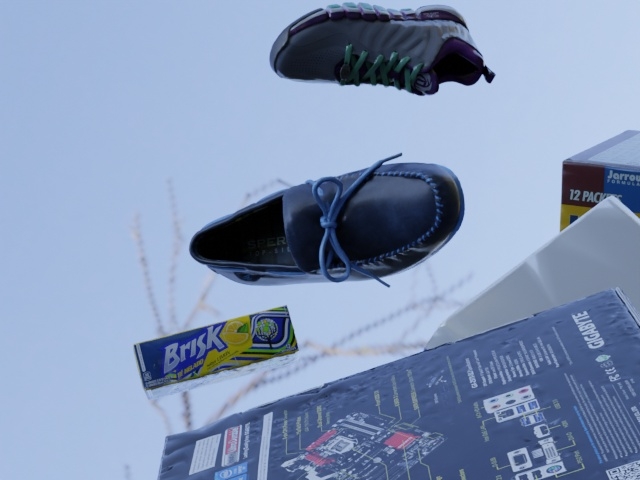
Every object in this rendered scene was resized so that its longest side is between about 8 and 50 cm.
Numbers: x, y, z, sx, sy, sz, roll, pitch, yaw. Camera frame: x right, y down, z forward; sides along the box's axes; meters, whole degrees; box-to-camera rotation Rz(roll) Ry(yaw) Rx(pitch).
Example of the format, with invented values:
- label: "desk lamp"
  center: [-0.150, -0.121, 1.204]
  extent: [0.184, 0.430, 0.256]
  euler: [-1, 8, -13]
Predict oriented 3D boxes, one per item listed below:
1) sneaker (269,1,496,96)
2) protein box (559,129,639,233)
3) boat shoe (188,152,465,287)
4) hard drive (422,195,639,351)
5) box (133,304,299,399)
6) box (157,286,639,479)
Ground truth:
- label: "sneaker"
  center: [0.064, -0.182, 1.641]
  extent: [0.224, 0.098, 0.083]
  euler: [-11, -45, -24]
- label: "protein box"
  center: [0.345, 0.002, 1.716]
  extent: [0.201, 0.136, 0.199]
  euler: [-23, -63, -58]
- label: "boat shoe"
  center: [0.000, 0.000, 1.375]
  extent: [0.089, 0.258, 0.109]
  euler: [0, -107, -51]
- label: "hard drive"
  center: [0.241, 0.124, 1.023]
  extent: [0.210, 0.319, 0.040]
  euler: [-32, -21, -43]
- label: "box"
  center: [-0.109, 0.119, 1.751]
  extent: [0.169, 0.054, 0.059]
  euler: [-15, -16, -5]
- label: "box"
  center: [0.051, 0.135, 0.728]
  extent: [0.257, 0.322, 0.079]
  euler: [-20, -76, 4]
